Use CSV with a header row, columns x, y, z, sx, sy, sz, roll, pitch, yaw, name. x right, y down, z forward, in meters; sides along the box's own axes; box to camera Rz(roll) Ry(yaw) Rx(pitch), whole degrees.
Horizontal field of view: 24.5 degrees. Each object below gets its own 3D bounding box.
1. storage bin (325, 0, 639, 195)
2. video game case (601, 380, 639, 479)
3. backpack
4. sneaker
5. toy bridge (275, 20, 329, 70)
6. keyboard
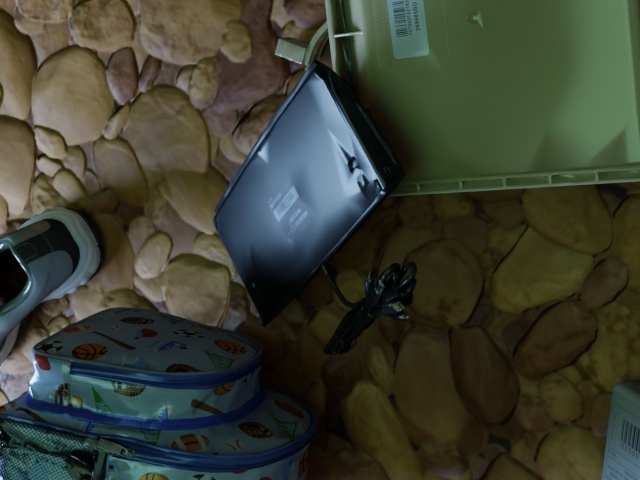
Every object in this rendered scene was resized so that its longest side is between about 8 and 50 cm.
x,y,z,sx,sy,sz,roll,pitch,yaw,name
0.142,-0.172,1.131,0.260,0.123,0.262,-2,98,31,storage bin
0.290,0.294,1.064,0.329,0.036,0.300,-145,58,-66,video game case
-0.136,0.178,1.298,0.263,0.276,0.213,17,109,13,backpack
-0.338,0.061,1.466,0.271,0.108,0.100,-40,80,31,sneaker
0.013,-0.232,1.250,0.063,0.026,0.188,23,110,24,toy bridge
0.000,0.000,1.212,0.201,0.033,0.317,63,154,11,keyboard
